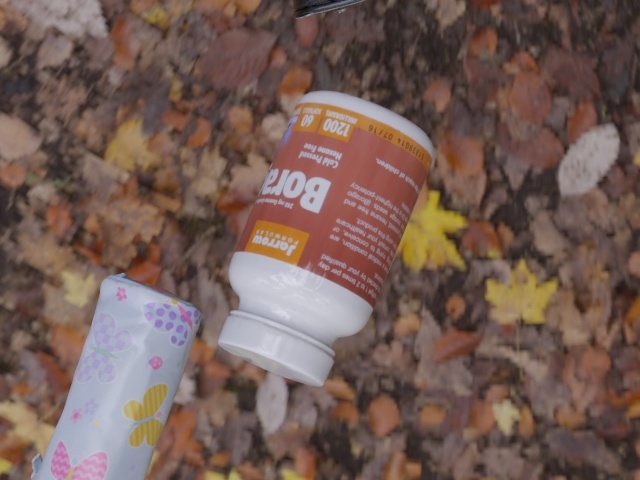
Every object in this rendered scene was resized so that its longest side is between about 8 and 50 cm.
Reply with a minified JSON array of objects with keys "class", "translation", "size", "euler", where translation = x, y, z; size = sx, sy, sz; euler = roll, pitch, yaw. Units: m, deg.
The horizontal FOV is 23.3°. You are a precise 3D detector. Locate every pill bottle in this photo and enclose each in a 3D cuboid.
[{"class":"pill bottle","translation":[0.000,0.000,1.235],"size":[0.121,0.121,0.216],"euler":[23,78,-5]}]

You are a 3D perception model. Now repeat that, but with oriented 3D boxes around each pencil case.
[{"class":"pencil case","translation":[-0.220,0.174,1.641],"size":[0.113,0.124,0.273],"euler":[29,78,-46]}]

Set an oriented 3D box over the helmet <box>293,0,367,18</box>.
[{"class":"helmet","translation":[0.023,-0.240,1.037],"size":[0.162,0.169,0.169],"euler":[-23,114,42]}]
